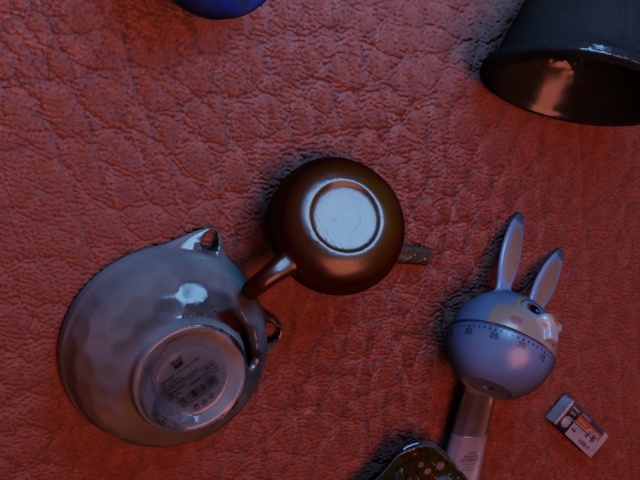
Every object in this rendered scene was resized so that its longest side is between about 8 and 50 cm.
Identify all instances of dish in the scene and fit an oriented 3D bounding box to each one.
[{"bbox_3d":[-0.175,0.148,1.324,0.303,0.120,0.302,-9,113,-23],"label":"dish"}]

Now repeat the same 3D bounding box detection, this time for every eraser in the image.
[{"bbox_3d":[0.422,0.305,1.742,0.052,0.029,0.122,-49,121,-3],"label":"eraser"}]

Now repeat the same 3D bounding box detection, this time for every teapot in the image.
[{"bbox_3d":[0.000,0.000,1.355,0.252,0.135,0.178,-37,84,-19],"label":"teapot"}]

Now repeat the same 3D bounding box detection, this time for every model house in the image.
[{"bbox_3d":[0.116,0.462,1.548,0.294,0.154,0.207,-38,122,1],"label":"model house"}]

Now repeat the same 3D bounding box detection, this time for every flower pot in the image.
[{"bbox_3d":[0.353,-0.267,1.395,0.269,0.269,0.166,16,79,-31],"label":"flower pot"}]

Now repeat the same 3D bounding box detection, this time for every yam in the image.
[{"bbox_3d":[0.091,0.016,1.465,0.145,0.032,0.032,6,105,-30],"label":"yam"}]

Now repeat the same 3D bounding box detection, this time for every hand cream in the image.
[{"bbox_3d":[0.221,0.323,1.633,0.080,0.048,0.255,3,109,-18],"label":"hand cream"}]

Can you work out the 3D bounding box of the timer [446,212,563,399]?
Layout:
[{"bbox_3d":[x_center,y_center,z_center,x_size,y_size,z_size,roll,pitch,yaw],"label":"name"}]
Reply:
[{"bbox_3d":[0.291,0.111,1.528,0.175,0.175,0.255,39,87,-32],"label":"timer"}]

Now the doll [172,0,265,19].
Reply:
[{"bbox_3d":[-0.128,-0.375,1.133,0.311,0.159,0.242,24,97,-28],"label":"doll"}]
